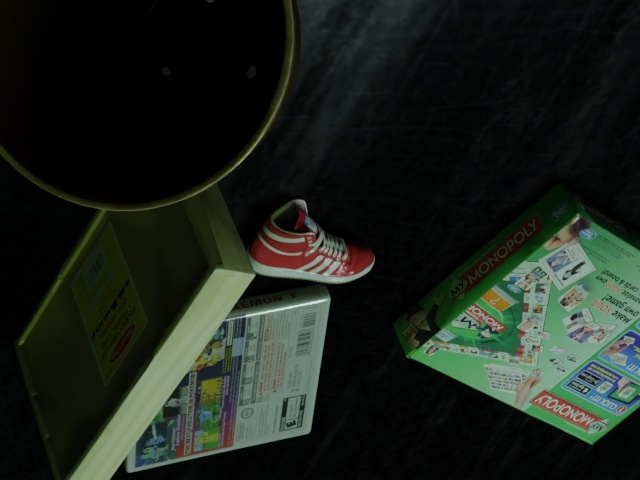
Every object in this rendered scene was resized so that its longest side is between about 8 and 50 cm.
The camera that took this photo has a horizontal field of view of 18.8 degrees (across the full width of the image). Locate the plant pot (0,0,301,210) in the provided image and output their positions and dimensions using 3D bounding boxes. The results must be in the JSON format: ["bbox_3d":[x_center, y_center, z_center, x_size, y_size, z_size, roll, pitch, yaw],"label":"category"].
[{"bbox_3d":[-0.100,-0.132,1.288,0.215,0.215,0.230,-33,177,11],"label":"plant pot"}]

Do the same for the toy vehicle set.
[{"bbox_3d":[-0.154,0.056,1.519,0.035,0.166,0.267,10,130,-35],"label":"toy vehicle set"}]

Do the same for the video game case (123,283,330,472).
[{"bbox_3d":[-0.088,0.126,1.748,0.183,0.023,0.201,-11,140,-17],"label":"video game case"}]

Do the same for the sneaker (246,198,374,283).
[{"bbox_3d":[0.000,0.000,1.634,0.118,0.042,0.067,1,138,-25],"label":"sneaker"}]

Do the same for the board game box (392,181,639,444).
[{"bbox_3d":[0.246,0.078,1.847,0.213,0.046,0.317,-41,139,20],"label":"board game box"}]
